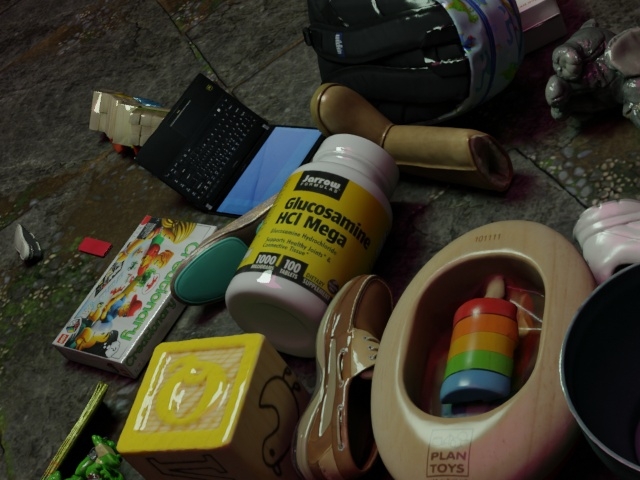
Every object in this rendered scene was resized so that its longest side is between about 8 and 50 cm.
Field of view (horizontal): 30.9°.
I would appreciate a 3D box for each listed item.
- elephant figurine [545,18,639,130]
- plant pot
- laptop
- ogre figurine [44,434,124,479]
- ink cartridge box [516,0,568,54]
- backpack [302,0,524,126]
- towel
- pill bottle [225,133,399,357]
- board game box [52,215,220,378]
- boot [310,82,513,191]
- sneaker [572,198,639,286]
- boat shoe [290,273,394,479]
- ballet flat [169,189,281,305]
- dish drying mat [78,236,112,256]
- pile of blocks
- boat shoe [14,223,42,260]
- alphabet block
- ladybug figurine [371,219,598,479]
[{"bbox_3d":[0.482,-0.239,1.773,0.239,0.186,0.169,12,14,30],"label":"elephant figurine"},{"bbox_3d":[0.430,0.183,1.300,0.293,0.196,0.293,-11,49,13],"label":"plant pot"},{"bbox_3d":[-0.166,-0.178,2.155,0.234,0.264,0.136,-57,7,-26],"label":"laptop"},{"bbox_3d":[-0.356,0.375,1.756,0.118,0.097,0.197,-44,33,1],"label":"ogre figurine"},{"bbox_3d":[0.367,-0.403,2.045,0.092,0.090,0.143,-26,41,11],"label":"ink cartridge box"},{"bbox_3d":[0.166,-0.325,1.947,0.273,0.290,0.355,-18,12,-23],"label":"backpack"},{"bbox_3d":[-0.412,0.337,1.852,0.237,0.021,0.102,-60,4,-28],"label":"towel"},{"bbox_3d":[0.000,0.000,1.815,0.188,0.188,0.334,1,51,36],"label":"pill bottle"},{"bbox_3d":[-0.317,0.093,2.053,0.193,0.053,0.305,8,55,40],"label":"board game box"},{"bbox_3d":[0.146,-0.170,1.855,0.269,0.236,0.089,13,75,47],"label":"boot"},{"bbox_3d":[0.495,-0.006,1.561,0.297,0.111,0.129,-20,57,24],"label":"sneaker"},{"bbox_3d":[0.061,0.197,1.615,0.120,0.122,0.324,-19,47,45],"label":"boat shoe"},{"bbox_3d":[-0.122,0.004,1.988,0.316,0.107,0.106,-32,19,-5],"label":"ballet flat"},{"bbox_3d":[-0.439,0.013,2.258,0.083,0.008,0.032,13,59,41],"label":"dish drying mat"},{"bbox_3d":[-0.375,-0.228,2.405,0.362,0.149,0.112,32,115,58],"label":"pile of blocks"},{"bbox_3d":[-0.595,0.004,2.355,0.125,0.038,0.046,42,122,56],"label":"boat shoe"},{"bbox_3d":[-0.136,0.267,1.632,0.193,0.197,0.192,-10,46,28],"label":"alphabet block"},{"bbox_3d":[0.225,0.175,1.497,0.305,0.162,0.449,-6,46,31],"label":"ladybug figurine"}]
